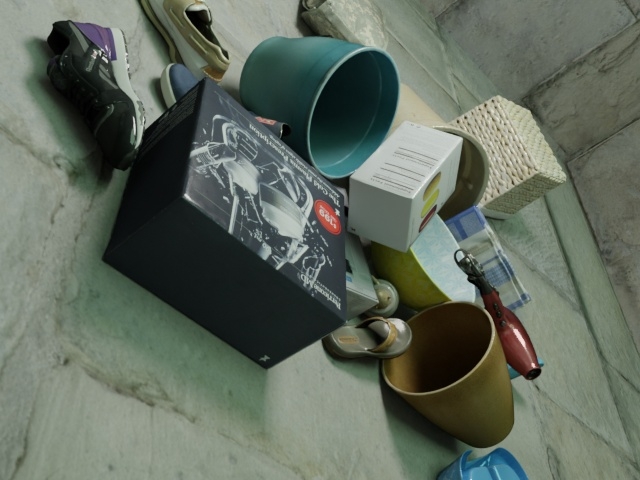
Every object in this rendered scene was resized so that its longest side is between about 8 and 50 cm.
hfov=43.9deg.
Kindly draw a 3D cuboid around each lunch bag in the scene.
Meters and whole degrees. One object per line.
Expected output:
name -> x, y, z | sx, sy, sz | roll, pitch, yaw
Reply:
lunch bag -> 0.070, -0.630, 2.282 | 0.235, 0.169, 0.287 | 43, 25, -25

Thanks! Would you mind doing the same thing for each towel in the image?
towel -> 0.348, 0.079, 1.889 | 0.285, 0.209, 0.034 | 58, 8, -12

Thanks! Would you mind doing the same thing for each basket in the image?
basket -> 0.599, -0.276, 2.657 | 0.331, 0.266, 0.328 | 4, 58, -55

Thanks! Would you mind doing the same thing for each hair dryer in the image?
hair dryer -> 0.346, 0.154, 1.600 | 0.293, 0.080, 0.223 | 56, 11, 9

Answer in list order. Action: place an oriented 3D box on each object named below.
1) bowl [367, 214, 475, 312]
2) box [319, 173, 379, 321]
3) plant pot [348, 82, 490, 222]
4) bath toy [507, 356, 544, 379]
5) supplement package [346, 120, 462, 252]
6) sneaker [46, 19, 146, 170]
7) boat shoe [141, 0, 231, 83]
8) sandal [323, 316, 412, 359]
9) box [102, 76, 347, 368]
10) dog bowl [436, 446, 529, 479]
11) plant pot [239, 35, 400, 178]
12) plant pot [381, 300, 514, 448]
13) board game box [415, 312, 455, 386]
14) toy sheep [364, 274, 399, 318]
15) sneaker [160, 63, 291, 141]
bowl -> 0.194, 0.052, 1.739 | 0.289, 0.156, 0.289 | 41, 30, -31
box -> 0.000, 0.000, 1.558 | 0.169, 0.087, 0.289 | 26, 39, -45
plant pot -> 0.188, -0.212, 1.893 | 0.334, 0.334, 0.305 | 33, 24, -38
bath toy -> 0.448, 0.183, 2.052 | 0.151, 0.129, 0.348 | 82, -14, -70
supplement package -> 0.169, -0.111, 1.581 | 0.134, 0.139, 0.244 | 21, 44, 22
sneaker -> -0.361, -0.226, 1.231 | 0.124, 0.107, 0.283 | 6, 50, -39
boat shoe -> -0.266, -0.440, 1.587 | 0.113, 0.103, 0.302 | -6, 65, -61
sandal -> 0.100, 0.176, 1.510 | 0.219, 0.060, 0.090 | 4, 43, -39
box -> -0.131, -0.026, 1.273 | 0.343, 0.179, 0.312 | 39, 33, -30
dog bowl -> 0.327, 0.501, 1.560 | 0.297, 0.074, 0.165 | 15, 48, -52
plant pot -> -0.018, -0.300, 1.635 | 0.255, 0.271, 0.272 | 31, 11, 35
plant pot -> 0.283, 0.294, 1.586 | 0.254, 0.237, 0.237 | 56, 24, -28
board game box -> 0.260, 0.246, 1.759 | 0.141, 0.048, 0.170 | 48, 28, -13
toy sheep -> 0.118, 0.119, 1.629 | 0.091, 0.091, 0.132 | 60, 3, 8
sneaker -> -0.146, -0.208, 1.477 | 0.350, 0.148, 0.131 | 51, 27, -6
